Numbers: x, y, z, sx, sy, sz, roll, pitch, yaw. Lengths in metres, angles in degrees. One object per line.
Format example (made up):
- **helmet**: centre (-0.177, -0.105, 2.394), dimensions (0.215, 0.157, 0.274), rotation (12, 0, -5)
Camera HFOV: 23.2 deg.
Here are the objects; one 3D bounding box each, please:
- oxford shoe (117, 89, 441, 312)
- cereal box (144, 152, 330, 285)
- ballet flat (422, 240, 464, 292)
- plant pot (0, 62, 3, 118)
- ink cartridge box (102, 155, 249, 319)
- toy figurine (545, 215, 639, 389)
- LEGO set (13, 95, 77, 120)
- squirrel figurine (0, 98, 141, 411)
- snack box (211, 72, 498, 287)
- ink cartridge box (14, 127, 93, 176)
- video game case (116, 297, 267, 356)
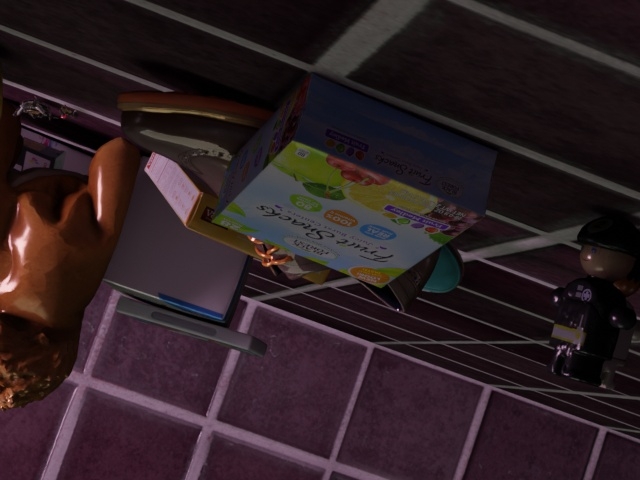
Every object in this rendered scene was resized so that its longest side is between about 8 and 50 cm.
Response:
- **oxford shoe**: centre (-0.035, -0.038, 1.466), dimensions (0.363, 0.133, 0.130), rotation (23, 173, -23)
- **cereal box**: centre (-0.093, -0.035, 1.734), dimensions (0.173, 0.047, 0.240), rotation (23, -172, -21)
- **ballet flat**: centre (0.056, -0.015, 1.699), dimensions (0.221, 0.077, 0.079), rotation (26, -170, -11)
- **plant pot**: centre (-0.376, -0.155, 1.590), dimensions (0.095, 0.134, 0.134), rotation (-2, 180, -19)
- **ink cartridge box**: centre (-0.176, 0.009, 2.048), dimensions (0.171, 0.168, 0.233), rotation (18, 174, 0)
- **toy figurine**: centre (0.316, 0.074, 1.396), dimensions (0.213, 0.148, 0.209), rotation (15, 178, 17)
- **LEGO set**: centre (-0.321, -0.156, 1.811), dimensions (0.083, 0.023, 0.054), rotation (4, 172, 11)
- **squirrel figurine**: centre (-0.463, 0.013, 1.909), dimensions (0.370, 0.397, 0.281), rotation (16, 174, -18)
- **snack box**: centre (0.024, -0.044, 1.319), dimensions (0.174, 0.070, 0.207), rotation (21, 157, -14)
- **ink cartridge box**: centre (-0.438, -0.055, 2.126), dimensions (0.278, 0.201, 0.117), rotation (22, 171, -25)
- **video game case**: centre (-0.170, 0.119, 2.099), dimensions (0.183, 0.023, 0.201), rotation (16, 175, 6)
